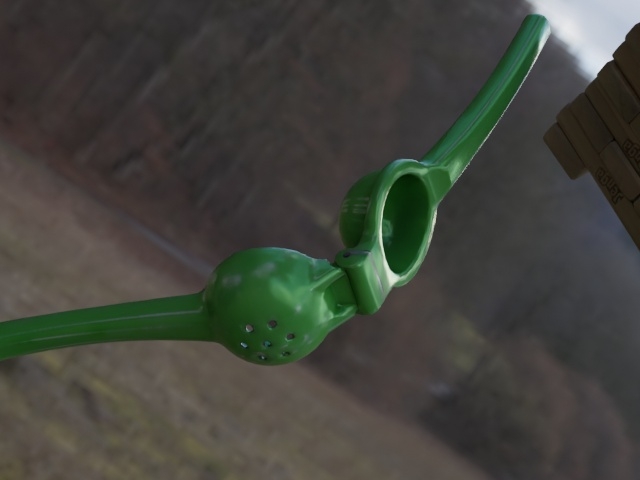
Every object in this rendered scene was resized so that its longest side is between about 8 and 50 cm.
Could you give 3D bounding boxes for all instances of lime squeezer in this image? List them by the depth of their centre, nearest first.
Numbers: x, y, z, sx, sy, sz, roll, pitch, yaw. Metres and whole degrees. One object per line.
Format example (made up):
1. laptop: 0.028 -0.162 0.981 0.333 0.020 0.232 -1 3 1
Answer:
1. lime squeezer: 0.000 0.000 0.874 0.059 0.310 0.110 64 -12 -23

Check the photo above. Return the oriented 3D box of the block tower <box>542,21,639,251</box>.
1. block tower: 0.217 -0.102 0.868 0.097 0.091 0.335 59 -26 12
